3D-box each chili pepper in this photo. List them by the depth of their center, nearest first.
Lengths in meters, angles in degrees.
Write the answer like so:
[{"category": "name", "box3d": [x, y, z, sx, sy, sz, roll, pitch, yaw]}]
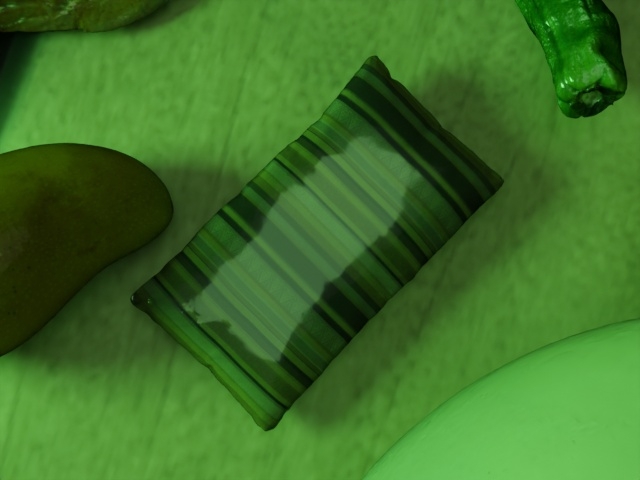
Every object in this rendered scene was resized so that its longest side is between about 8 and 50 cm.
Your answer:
[{"category": "chili pepper", "box3d": [0.133, -0.159, 0.737, 0.050, 0.073, 0.182, -26, 85, 17]}]

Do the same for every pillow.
[{"category": "pillow", "box3d": [0.000, 0.000, 0.718, 0.113, 0.038, 0.203, 44, 81, 4]}]

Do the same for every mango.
[{"category": "mango", "box3d": [-0.172, 0.003, 0.690, 0.184, 0.085, 0.102, -32, 81, -13]}]

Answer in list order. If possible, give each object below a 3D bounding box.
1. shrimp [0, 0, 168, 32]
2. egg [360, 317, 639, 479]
[{"category": "shrimp", "box3d": [-0.167, -0.169, 0.743, 0.217, 0.051, 0.115, -27, 82, -9]}, {"category": "egg", "box3d": [0.142, 0.178, 0.541, 0.283, 0.345, 0.283, 23, 39, -20]}]
